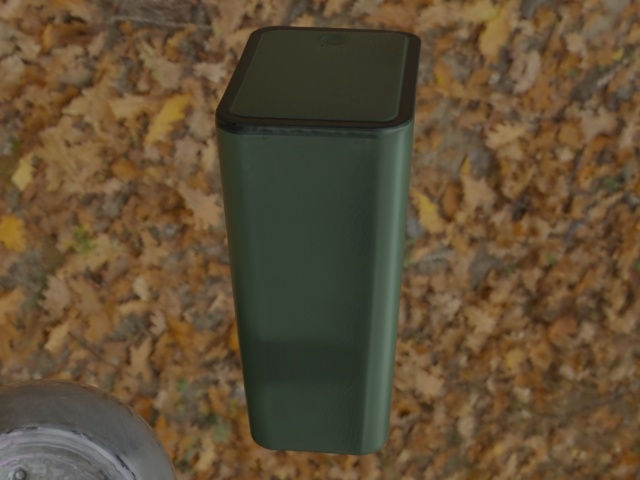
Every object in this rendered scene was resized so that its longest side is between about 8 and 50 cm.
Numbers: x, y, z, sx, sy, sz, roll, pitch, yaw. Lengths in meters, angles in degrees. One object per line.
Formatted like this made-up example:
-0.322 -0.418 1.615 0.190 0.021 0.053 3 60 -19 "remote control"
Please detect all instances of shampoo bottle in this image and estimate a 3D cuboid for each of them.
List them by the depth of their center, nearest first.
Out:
-0.279 0.275 1.188 0.273 0.266 0.273 0 89 -11 "shampoo bottle"

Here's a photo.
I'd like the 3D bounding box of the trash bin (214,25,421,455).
0.000 0.000 1.078 0.223 0.158 0.343 -78 171 -58 "trash bin"
